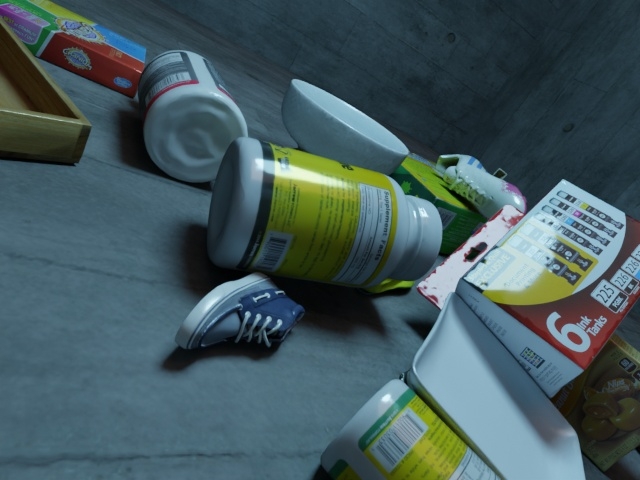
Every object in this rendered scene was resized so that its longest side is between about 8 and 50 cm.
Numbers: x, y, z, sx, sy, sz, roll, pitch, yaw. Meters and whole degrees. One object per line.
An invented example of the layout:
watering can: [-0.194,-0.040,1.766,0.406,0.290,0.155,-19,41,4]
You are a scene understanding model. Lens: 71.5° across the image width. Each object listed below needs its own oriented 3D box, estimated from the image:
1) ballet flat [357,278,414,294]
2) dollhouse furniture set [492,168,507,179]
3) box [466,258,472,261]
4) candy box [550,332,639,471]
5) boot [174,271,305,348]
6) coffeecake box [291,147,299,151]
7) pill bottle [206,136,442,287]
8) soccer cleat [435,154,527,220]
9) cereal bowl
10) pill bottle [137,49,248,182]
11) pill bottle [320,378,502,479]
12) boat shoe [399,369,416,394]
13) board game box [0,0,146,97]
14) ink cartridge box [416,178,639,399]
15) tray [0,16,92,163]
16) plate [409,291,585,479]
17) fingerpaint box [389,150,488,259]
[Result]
ballet flat: [0.149,0.057,0.890,0.077,0.077,0.231,43,25,25]
dollhouse furniture set: [0.499,-0.172,1.343,0.091,0.114,0.081,36,27,-5]
box: [0.450,0.118,1.167,0.145,0.038,0.186,13,26,-4]
candy box: [0.451,0.223,0.817,0.316,0.183,0.087,46,25,28]
boot: [-0.083,0.093,0.527,0.086,0.069,0.190,34,21,10]
coffeecake box: [-0.028,-0.167,1.120,0.142,0.068,0.185,34,22,5]
pill bottle: [0.011,-0.028,0.683,0.334,0.188,0.188,11,30,-25]
soccer cleat: [0.413,-0.138,1.196,0.143,0.116,0.331,9,29,-17]
cereal bowl: [0.043,-0.256,1.118,0.339,0.141,0.339,27,22,-12]
pill bottle: [-0.261,-0.263,0.870,0.176,0.176,0.318,16,28,-34]
pill bottle: [0.109,0.245,0.413,0.208,0.117,0.117,42,25,22]
boat shoe: [0.170,0.206,0.631,0.228,0.068,0.081,10,41,-49]
board game box: [-0.564,-0.454,1.000,0.316,0.064,0.242,19,27,-30]
ink cartridge box: [0.365,0.048,0.749,0.309,0.130,0.272,-37,61,-24]
tray: [-0.533,-0.262,0.650,0.411,0.076,0.203,43,25,25]
plate: [0.224,0.218,0.560,0.278,0.045,0.277,50,27,7]
fingerpaint box: [0.318,-0.128,1.369,0.445,0.163,0.371,11,32,-43]
